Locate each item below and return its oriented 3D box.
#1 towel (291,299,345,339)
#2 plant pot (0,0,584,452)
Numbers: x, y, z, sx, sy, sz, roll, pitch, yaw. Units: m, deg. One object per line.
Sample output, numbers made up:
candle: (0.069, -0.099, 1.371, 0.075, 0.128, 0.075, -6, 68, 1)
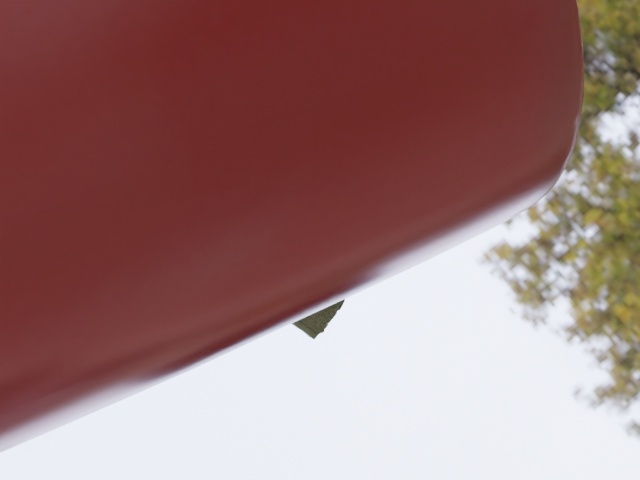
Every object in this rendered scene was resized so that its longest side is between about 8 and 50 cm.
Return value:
towel: (0.000, 0.000, 1.188, 0.110, 0.027, 0.148, 32, -95, -43)
plant pot: (-0.094, -0.061, 0.482, 0.243, 0.275, 0.275, -34, -44, -17)
